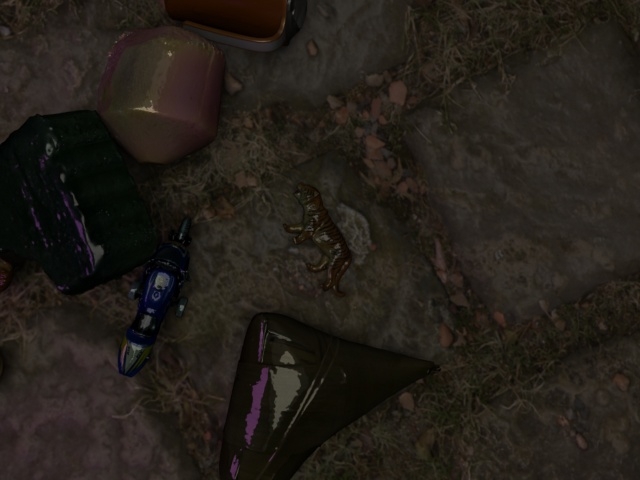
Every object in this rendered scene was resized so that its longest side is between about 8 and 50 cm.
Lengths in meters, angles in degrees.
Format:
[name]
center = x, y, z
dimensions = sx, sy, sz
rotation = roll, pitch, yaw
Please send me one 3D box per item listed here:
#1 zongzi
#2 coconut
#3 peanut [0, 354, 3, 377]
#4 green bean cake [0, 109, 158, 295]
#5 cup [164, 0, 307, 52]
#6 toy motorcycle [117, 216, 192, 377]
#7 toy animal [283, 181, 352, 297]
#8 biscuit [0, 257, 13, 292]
[zongzi]
center = -0.013, 0.387, 1.518
dimensions = 0.418, 0.181, 0.447
rotation = 14, 91, -6
[coconut]
center = -0.301, -0.259, 1.471
dimensions = 0.233, 0.233, 0.245
rotation = 12, 82, -5
[peanut]
center = -0.761, 0.257, 1.463
dimensions = 0.325, 0.140, 0.153
rotation = -6, 80, -2
[green bean cake]
center = -0.468, -0.049, 1.418
dimensions = 0.307, 0.169, 0.300
rotation = -24, 90, 36
[cup]
center = -0.159, -0.456, 1.493
dimensions = 0.263, 0.182, 0.226
rotation = 7, 59, 2
[toy motorcycle]
center = -0.308, 0.101, 1.488
dimensions = 0.113, 0.169, 0.315
rotation = 21, 87, -6
[toy animal]
center = 0.000, 0.000, 1.572
dimensions = 0.099, 0.057, 0.241
rotation = -32, 92, -5
[biscuit]
center = -0.652, 0.022, 1.458
dimensions = 0.031, 0.228, 0.176
rotation = -38, 122, -43
